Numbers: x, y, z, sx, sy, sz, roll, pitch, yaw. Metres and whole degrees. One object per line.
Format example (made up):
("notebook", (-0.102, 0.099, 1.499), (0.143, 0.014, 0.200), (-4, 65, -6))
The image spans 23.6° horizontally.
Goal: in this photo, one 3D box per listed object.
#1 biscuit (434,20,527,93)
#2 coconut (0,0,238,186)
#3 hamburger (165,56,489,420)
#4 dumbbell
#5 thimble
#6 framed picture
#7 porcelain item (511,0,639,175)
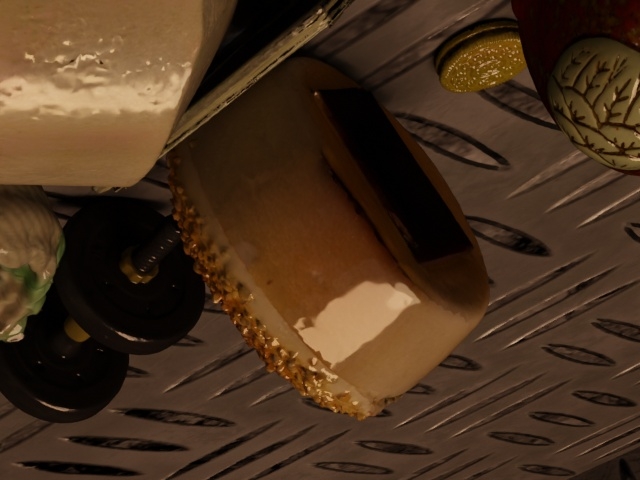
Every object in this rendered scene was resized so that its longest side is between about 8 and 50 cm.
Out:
("biscuit", (0.137, -0.153, 1.284), (0.084, 0.023, 0.084), (-16, 157, -7))
("coconut", (-0.155, -0.139, 0.874), (0.241, 0.241, 0.241), (-15, 156, -7))
("hamburger", (0.000, 0.000, 1.206), (0.170, 0.302, 0.302), (-36, 151, 20))
("dumbbell", (-0.204, 0.065, 1.373), (0.143, 0.143, 0.325), (3, 149, -39))
("thimble", (-0.303, 0.003, 1.126), (0.219, 0.150, 0.219), (-25, 158, -11))
("framed picture", (-0.023, -0.138, 1.008), (0.217, 0.017, 0.274), (-33, -168, 35))
("porcelain item", (0.229, -0.175, 1.122), (0.253, 0.253, 0.253), (-15, 156, -7))
